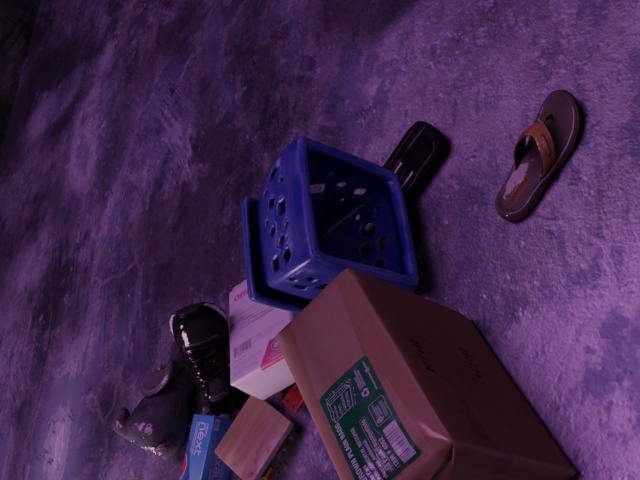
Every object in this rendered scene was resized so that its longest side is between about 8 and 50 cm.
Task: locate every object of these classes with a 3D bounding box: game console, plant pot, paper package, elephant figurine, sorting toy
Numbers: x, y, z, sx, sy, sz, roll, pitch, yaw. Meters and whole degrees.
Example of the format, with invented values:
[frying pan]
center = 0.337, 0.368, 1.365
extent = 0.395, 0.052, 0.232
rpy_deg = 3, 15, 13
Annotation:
[game console]
center = 0.110, -0.046, 1.559
extent = 0.361, 0.044, 0.213
rpy_deg = -56, 42, 12
[plant pot]
center = 0.000, 0.000, 1.454
extent = 0.212, 0.235, 0.236
rpy_deg = -37, 49, 38
[paper package]
center = 0.136, 0.226, 1.183
extent = 0.168, 0.309, 0.325
rpy_deg = -49, 43, 19
[elephant figurine]
center = -0.305, 0.312, 1.765
extent = 0.185, 0.169, 0.240
rpy_deg = 21, 70, 22
[sorting toy]
center = -0.107, 0.359, 1.580
extent = 0.132, 0.046, 0.275
rpy_deg = 25, 79, 51

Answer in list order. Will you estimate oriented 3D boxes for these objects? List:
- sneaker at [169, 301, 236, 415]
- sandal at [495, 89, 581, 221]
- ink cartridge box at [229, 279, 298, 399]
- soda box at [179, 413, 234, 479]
[sneaker]
center = -0.201, 0.229, 1.627
extent = 0.107, 0.283, 0.124
rpy_deg = -20, 53, -7
[sandal]
center = 0.329, -0.135, 1.344
extent = 0.219, 0.060, 0.090
rpy_deg = -60, 40, 8
[ink cartridge box]
center = -0.086, 0.161, 1.604
extent = 0.158, 0.092, 0.218
rpy_deg = -32, 43, 26
[soda box]
center = -0.221, 0.444, 1.658
extent = 0.071, 0.067, 0.210
rpy_deg = -6, 66, 46
